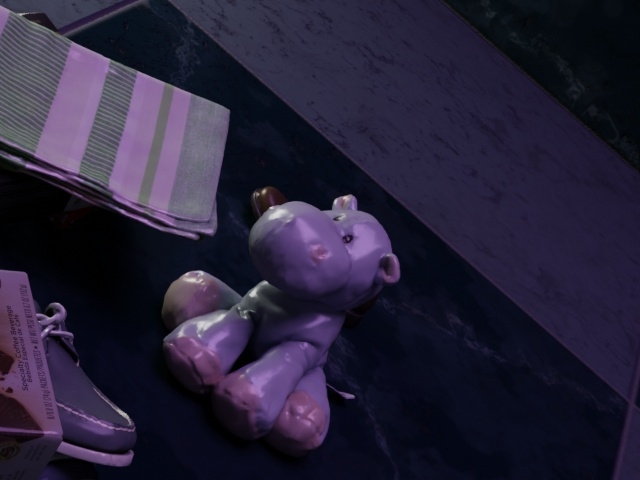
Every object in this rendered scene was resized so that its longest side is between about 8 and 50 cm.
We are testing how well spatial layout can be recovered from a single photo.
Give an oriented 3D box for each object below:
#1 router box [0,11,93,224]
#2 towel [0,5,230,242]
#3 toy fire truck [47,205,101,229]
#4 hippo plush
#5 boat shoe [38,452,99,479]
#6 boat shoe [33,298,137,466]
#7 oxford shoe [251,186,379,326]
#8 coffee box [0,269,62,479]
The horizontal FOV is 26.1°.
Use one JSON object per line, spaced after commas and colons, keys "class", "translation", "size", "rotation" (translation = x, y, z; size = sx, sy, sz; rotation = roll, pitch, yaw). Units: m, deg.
{"class": "router box", "translation": [-0.376, -0.131, 1.503], "size": [0.309, 0.081, 0.243], "rotation": [-16, 60, -46]}
{"class": "towel", "translation": [-0.254, -0.135, 1.502], "size": [0.325, 0.038, 0.248], "rotation": [23, 38, -17]}
{"class": "toy fire truck", "translation": [-0.300, -0.096, 1.644], "size": [0.135, 0.047, 0.192], "rotation": [41, 29, 2]}
{"class": "hippo plush", "translation": [-0.008, 0.086, 1.544], "size": [0.294, 0.236, 0.234], "rotation": [16, 36, -40]}
{"class": "boat shoe", "translation": [-0.268, 0.235, 1.138], "size": [0.079, 0.095, 0.254], "rotation": [51, 24, 18]}
{"class": "boat shoe", "translation": [-0.280, 0.089, 1.239], "size": [0.319, 0.099, 0.116], "rotation": [32, 5, 24]}
{"class": "oxford shoe", "translation": [0.000, 0.000, 1.841], "size": [0.227, 0.096, 0.083], "rotation": [46, 29, 12]}
{"class": "coffee box", "translation": [-0.363, 0.106, 1.027], "size": [0.297, 0.119, 0.168], "rotation": [7, 44, -33]}
